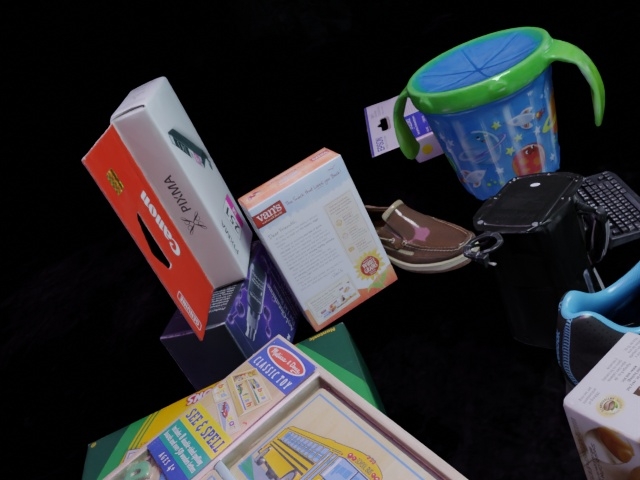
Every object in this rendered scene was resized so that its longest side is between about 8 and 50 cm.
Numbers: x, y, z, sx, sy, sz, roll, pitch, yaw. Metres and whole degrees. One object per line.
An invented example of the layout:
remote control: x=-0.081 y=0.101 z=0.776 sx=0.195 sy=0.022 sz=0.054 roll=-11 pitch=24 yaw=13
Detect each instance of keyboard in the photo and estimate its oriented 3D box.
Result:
keyboard: x=0.401 y=-0.047 z=0.924 sx=0.108 sy=0.023 sz=0.180 roll=-22 pitch=26 yaw=11

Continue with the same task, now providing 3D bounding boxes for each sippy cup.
sippy cup: x=0.288 y=-0.198 z=1.070 sx=0.240 sy=0.224 sz=0.305 roll=-33 pitch=27 yaw=-13

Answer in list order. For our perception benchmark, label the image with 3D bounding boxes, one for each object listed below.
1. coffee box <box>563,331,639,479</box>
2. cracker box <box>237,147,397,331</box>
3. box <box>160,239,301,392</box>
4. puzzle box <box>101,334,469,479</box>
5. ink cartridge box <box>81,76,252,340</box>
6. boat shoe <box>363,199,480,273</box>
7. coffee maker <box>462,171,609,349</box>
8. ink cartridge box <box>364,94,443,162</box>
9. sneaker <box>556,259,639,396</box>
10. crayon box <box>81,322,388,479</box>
coffee box: x=0.318 y=0.182 z=0.462 sx=0.098 sy=0.141 sz=0.246 roll=-37 pitch=28 yaw=-20
cracker box: x=0.000 y=0.000 z=0.972 sx=0.155 sy=0.232 sz=0.067 roll=-31 pitch=27 yaw=-9
box: x=-0.122 y=0.123 z=0.957 sx=0.108 sy=0.153 sz=0.207 roll=-15 pitch=30 yaw=21
puzzle box: x=-0.027 y=0.252 z=0.532 sx=0.272 sy=0.052 sz=0.409 roll=-38 pitch=33 yaw=-19
ink cartridge box: x=-0.179 y=-0.048 z=0.836 sx=0.060 sy=0.275 sz=0.239 roll=-21 pitch=28 yaw=9
boat shoe: x=0.130 y=-0.014 z=1.030 sx=0.257 sy=0.095 sz=0.095 roll=6 pitch=41 yaw=47
coffee maker: x=0.246 y=0.036 z=0.744 sx=0.171 sy=0.178 sz=0.120 roll=-31 pitch=25 yaw=-13
ink cartridge box: x=0.256 y=-0.277 z=1.420 sx=0.307 sy=0.072 sz=0.304 roll=-23 pitch=28 yaw=14
sneaker: x=0.391 y=0.060 z=0.614 sx=0.340 sy=0.140 sz=0.125 roll=-25 pitch=25 yaw=1
crayon box: x=-0.087 y=0.281 z=0.692 sx=0.363 sy=0.106 sz=0.313 roll=-26 pitch=27 yaw=2
